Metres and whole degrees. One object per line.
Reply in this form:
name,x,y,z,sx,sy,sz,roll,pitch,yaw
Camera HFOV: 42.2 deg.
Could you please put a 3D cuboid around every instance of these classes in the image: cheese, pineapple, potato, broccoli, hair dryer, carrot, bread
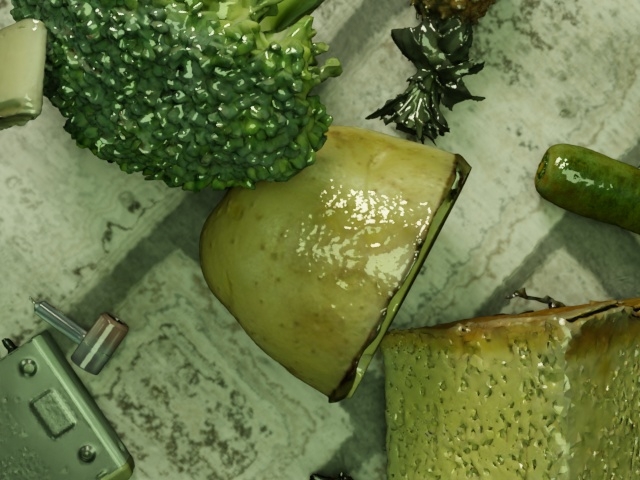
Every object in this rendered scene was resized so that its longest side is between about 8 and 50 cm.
cheese,-0.384,-0.123,0.790,0.400,0.034,0.085,-6,84,38
pineapple,0.135,-0.229,0.904,0.125,0.125,0.251,15,96,-3
potato,0.000,0.000,0.849,0.242,0.242,0.285,28,103,-3
broccoli,-0.147,-0.202,0.781,0.338,0.317,0.277,-11,122,24
hair dryer,-0.276,0.092,0.920,0.114,0.037,0.063,34,87,4
carrot,0.411,-0.018,0.938,0.358,0.074,0.074,22,89,-4
bread,0.244,0.176,0.921,0.279,0.315,0.248,-6,84,37

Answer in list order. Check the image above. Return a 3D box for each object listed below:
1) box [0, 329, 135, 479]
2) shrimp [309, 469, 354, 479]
box,-0.369,0.245,0.907,0.270,0.045,0.211,-32,93,-3
shrimp,0.095,0.265,0.937,0.195,0.035,0.148,28,90,-7
